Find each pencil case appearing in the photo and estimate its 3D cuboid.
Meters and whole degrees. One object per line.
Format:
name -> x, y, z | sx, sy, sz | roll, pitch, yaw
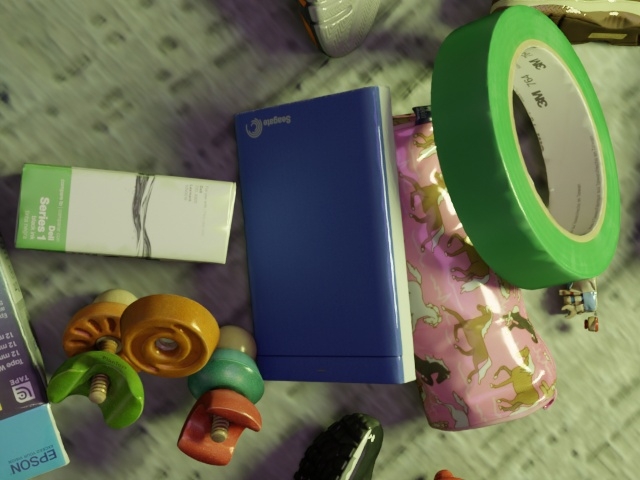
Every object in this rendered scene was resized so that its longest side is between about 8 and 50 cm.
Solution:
pencil case -> 0.151, 0.034, 1.193 | 0.160, 0.167, 0.386 | -23, 95, -50

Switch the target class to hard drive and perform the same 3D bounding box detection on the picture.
hard drive -> 0.000, 0.000, 1.142 | 0.040, 0.210, 0.319 | -5, 90, -51

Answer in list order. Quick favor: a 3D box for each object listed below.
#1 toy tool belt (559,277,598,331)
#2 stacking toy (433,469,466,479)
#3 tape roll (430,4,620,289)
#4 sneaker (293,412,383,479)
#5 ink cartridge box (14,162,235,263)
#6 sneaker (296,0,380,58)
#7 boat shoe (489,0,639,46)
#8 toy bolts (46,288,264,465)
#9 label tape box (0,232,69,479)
toy tool belt -> 0.329, 0.076, 1.291 | 0.051, 0.052, 0.083 | -3, 86, 18
stacking toy -> 0.176, 0.456, 1.241 | 0.279, 0.130, 0.309 | 34, 84, -37
tape roll -> 0.244, -0.106, 1.159 | 0.321, 0.077, 0.321 | 23, 60, -46
sneaker -> 0.020, 0.344, 1.194 | 0.124, 0.107, 0.283 | 27, 90, -20
ink cartridge box -> -0.214, -0.027, 1.106 | 0.219, 0.160, 0.093 | 5, 89, -12
sneaker -> -0.033, -0.376, 1.173 | 0.124, 0.180, 0.321 | -37, 134, -31
boat shoe -> 0.332, -0.306, 1.280 | 0.257, 0.095, 0.095 | 2, 75, -19
toy bolts -> -0.149, 0.113, 1.105 | 0.228, 0.158, 0.218 | 31, 125, -22
label tape box -> -0.442, 0.111, 1.078 | 0.249, 0.115, 0.348 | -19, 96, -12
